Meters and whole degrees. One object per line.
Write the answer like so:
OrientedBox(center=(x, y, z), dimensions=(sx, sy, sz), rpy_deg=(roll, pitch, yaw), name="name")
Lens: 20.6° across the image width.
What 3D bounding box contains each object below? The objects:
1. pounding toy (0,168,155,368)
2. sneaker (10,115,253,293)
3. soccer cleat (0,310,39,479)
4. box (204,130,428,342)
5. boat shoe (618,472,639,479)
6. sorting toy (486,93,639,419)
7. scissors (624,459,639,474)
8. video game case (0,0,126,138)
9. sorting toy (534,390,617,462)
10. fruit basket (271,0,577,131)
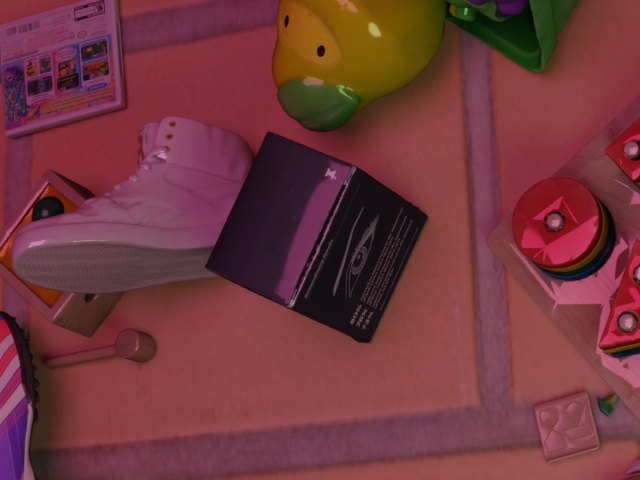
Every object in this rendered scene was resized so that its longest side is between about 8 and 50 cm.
OrientedBox(center=(-0.269, 0.056, 1.927), dimensions=(0.206, 0.094, 0.181), rpy_deg=(39, 93, 28), name="pounding toy")
OrientedBox(center=(-0.196, -0.043, 1.855), dimensions=(0.108, 0.292, 0.169), rpy_deg=(-56, 45, 52), name="sneaker")
OrientedBox(center=(-0.366, 0.215, 1.882), dimensions=(0.108, 0.116, 0.318), rpy_deg=(-49, 43, 50), name="soccer cleat")
OrientedBox(center=(0.000, 0.000, 1.757), dimensions=(0.108, 0.207, 0.153), rpy_deg=(24, 86, 28), name="box")
OrientedBox(center=(0.387, 0.271, 1.570), dimensions=(0.302, 0.098, 0.109), rpy_deg=(15, 82, 27), name="boat shoe")
OrientedBox(center=(0.318, -0.003, 1.682), dimensions=(0.255, 0.089, 0.257), rpy_deg=(-43, 63, 8), name="sorting toy")
OrientedBox(center=(0.425, 0.161, 1.627), dimensions=(0.297, 0.021, 0.109), rpy_deg=(-39, 66, 8), name="scissors")
OrientedBox(center=(-0.303, -0.204, 2.057), dimensions=(0.157, 0.019, 0.143), rpy_deg=(-13, 71, 20), name="video game case")
OrientedBox(center=(0.251, 0.177, 1.705), dimensions=(0.083, 0.012, 0.062), rpy_deg=(-19, 64, 22), name="sorting toy")
OrientedBox(center=(0.070, -0.297, 1.796), dimensions=(0.392, 0.283, 0.392), rpy_deg=(-6, 60, 10), name="fruit basket")
